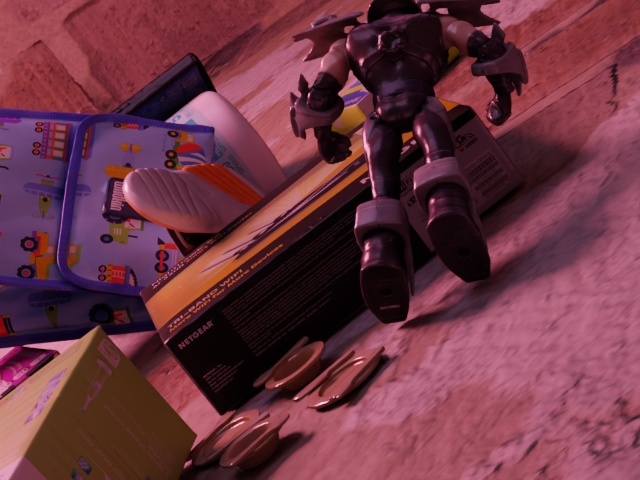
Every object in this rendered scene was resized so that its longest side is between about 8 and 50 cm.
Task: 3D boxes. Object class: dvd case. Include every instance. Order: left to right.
[{"bbox_3d":[-0.173,-0.085,2.132,0.180,0.022,0.253,-39,-32,-8],"label":"dvd case"}]

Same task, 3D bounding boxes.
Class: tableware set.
[{"bbox_3d":[-0.030,0.120,1.386,0.141,0.020,0.169,-41,13,-18],"label":"tableware set"}]

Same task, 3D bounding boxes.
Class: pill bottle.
[{"bbox_3d":[-0.175,-0.029,2.033,0.264,0.146,0.146,-39,13,-8],"label":"pill bottle"}]

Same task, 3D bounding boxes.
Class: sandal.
[{"bbox_3d":[-0.117,-0.017,1.770,0.076,0.102,0.265,-54,-24,17],"label":"sandal"}]

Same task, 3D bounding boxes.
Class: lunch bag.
[{"bbox_3d":[-0.229,-0.012,1.888,0.293,0.138,0.221,-1,51,2],"label":"lunch bag"}]

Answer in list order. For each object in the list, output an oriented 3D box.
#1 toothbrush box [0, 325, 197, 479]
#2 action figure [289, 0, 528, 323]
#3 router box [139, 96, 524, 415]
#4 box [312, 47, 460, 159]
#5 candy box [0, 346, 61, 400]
[{"bbox_3d":[-0.222,0.209,1.334,0.206,0.122,0.283,-37,10,17],"label":"toothbrush box"},{"bbox_3d":[0.064,-0.087,1.435,0.185,0.099,0.285,-17,51,19],"label":"action figure"},{"bbox_3d":[0.000,0.000,1.596,0.309,0.081,0.243,-38,12,-4],"label":"router box"},{"bbox_3d":[0.066,-0.163,2.103,0.178,0.042,0.109,-43,13,-28],"label":"box"},{"bbox_3d":[-0.341,0.200,1.825,0.233,0.071,0.159,-42,14,-18],"label":"candy box"}]
